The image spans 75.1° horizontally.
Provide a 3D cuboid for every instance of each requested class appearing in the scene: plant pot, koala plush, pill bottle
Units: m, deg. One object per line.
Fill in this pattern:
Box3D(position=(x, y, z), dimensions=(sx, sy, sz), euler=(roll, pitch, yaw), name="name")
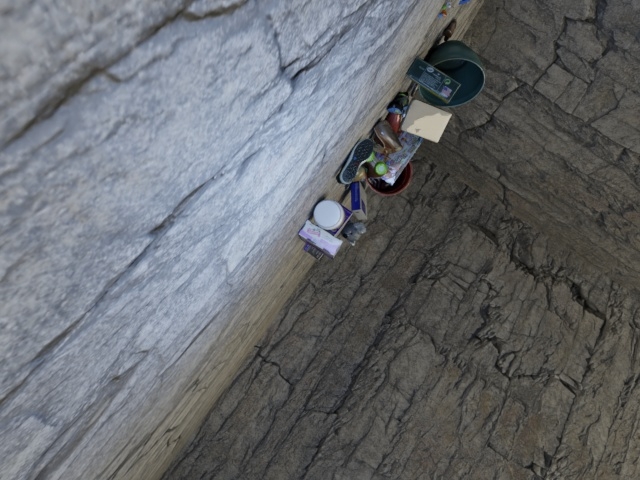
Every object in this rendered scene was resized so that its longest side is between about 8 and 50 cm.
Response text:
Box3D(position=(0.612, -0.806, 1.958), dimensions=(0.293, 0.293, 0.196), euler=(116, -17, -64), name="plant pot")
Box3D(position=(0.155, -0.078, 2.520), dimensions=(0.196, 0.221, 0.203), euler=(-59, 175, 38), name="koala plush")
Box3D(position=(0.034, -0.101, 1.635), dimensions=(0.119, 0.119, 0.208), euler=(-56, 176, 4), name="pill bottle")
Box3D(position=(0.375, -0.401, 2.458), dimensions=(0.272, 0.272, 0.265), euler=(-56, -176, 4), name="plant pot")

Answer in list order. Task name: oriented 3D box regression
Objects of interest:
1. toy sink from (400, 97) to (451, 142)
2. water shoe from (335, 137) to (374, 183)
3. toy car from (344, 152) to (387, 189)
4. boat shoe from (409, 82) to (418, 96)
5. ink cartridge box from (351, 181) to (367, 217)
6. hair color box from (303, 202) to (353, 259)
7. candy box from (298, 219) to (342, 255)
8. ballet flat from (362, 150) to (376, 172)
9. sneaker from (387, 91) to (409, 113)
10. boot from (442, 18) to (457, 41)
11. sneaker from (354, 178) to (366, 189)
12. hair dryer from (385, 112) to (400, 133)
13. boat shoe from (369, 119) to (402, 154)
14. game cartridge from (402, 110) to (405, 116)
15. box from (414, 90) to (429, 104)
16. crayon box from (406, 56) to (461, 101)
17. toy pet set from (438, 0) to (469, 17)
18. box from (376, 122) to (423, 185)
Box3D(position=(0.487, -0.598, 2.036), dimensions=(0.153, 0.234, 0.131), euler=(-68, -152, 24), name="toy sink")
Box3D(position=(0.122, -0.302, 1.568), dimensions=(0.203, 0.073, 0.080), euler=(-55, -157, -13), name="water shoe")
Box3D(position=(0.172, -0.284, 1.760), dimensions=(0.188, 0.149, 0.155), euler=(-45, -172, 10), name="toy car")
Box3D(position=(0.528, -0.816, 2.115), dimensions=(0.206, 0.065, 0.075), euler=(-57, 176, 13), name="boat shoe")
Box3D(position=(0.223, -0.232, 2.424), dimensions=(0.332, 0.065, 0.165), euler=(38, 51, -75), name="ink cartridge box")
Box3D(position=(0.046, -0.056, 2.248), dimensions=(0.185, 0.110, 0.339), euler=(-57, 178, 30), name="hair color box")
Box3D(position=(0.000, 0.000, 1.705), dimensions=(0.070, 0.165, 0.196), euler=(-57, 176, -6), name="candy box")
Box3D(position=(0.202, -0.355, 1.949), dimensions=(0.203, 0.074, 0.074), euler=(-57, 177, -22), name="ballet flat")
Box3D(position=(0.332, -0.586, 1.763), dimensions=(0.188, 0.067, 0.078), euler=(-49, 151, -49), name="sneaker")
Box3D(position=(0.595, -0.969, 1.901), dimensions=(0.087, 0.042, 0.118), euler=(-63, 176, 8), name="boot")
Box3D(position=(0.239, -0.346, 2.531), dimensions=(0.211, 0.080, 0.081), euler=(110, -4, -82), name="sneaker")
Box3D(position=(0.350, -0.587, 2.000), dimensions=(0.293, 0.080, 0.224), euler=(-57, 162, -77), name="hair dryer")
Box3D(position=(0.277, -0.433, 1.828), dimensions=(0.116, 0.123, 0.324), euler=(-23, 170, 18), name="boat shoe")
Box3D(position=(0.386, -0.611, 1.908), dimensions=(0.056, 0.017, 0.083), euler=(-62, 153, -63), name="game cartridge")
Box3D(position=(0.597, -0.853, 2.252), dimensions=(0.181, 0.119, 0.182), euler=(-51, 173, -51), name="box")
Box3D(position=(0.470, -0.660, 1.730), dimensions=(0.081, 0.202, 0.318), euler=(-57, 177, 22), name="crayon box")
Box3D(position=(0.478, -0.826, 1.430), dimensions=(0.114, 0.065, 0.122), euler=(-53, 176, -32), name="toy pet set")
Box3D(position=(0.379, -0.467, 2.196), dimensions=(0.293, 0.201, 0.057), euler=(-56, 176, 13), name="box")
